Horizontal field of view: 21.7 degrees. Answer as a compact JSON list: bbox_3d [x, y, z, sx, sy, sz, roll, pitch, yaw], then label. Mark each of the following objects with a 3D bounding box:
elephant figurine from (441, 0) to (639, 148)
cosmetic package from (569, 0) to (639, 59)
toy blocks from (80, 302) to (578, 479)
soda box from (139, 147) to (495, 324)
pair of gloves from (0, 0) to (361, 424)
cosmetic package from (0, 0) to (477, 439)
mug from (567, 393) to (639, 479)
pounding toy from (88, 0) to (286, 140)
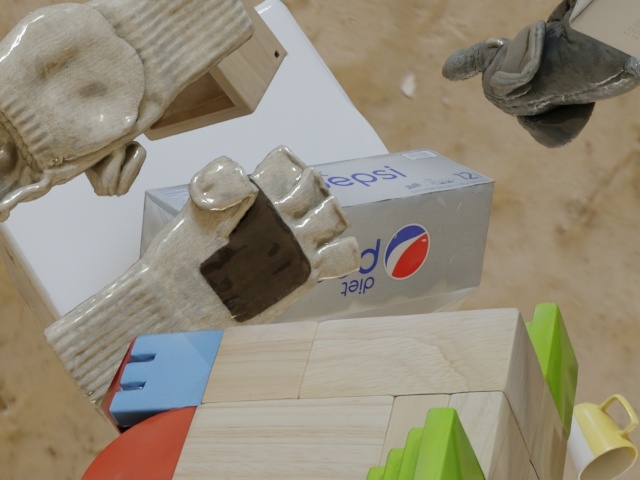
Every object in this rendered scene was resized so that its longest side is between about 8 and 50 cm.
[{"bbox_3d":[0.257,-0.191,1.897,0.239,0.186,0.169,-35,90,21],"label":"elephant figurine"},{"bbox_3d":[0.362,-0.122,0.964,0.377,0.284,0.097,24,82,-3],"label":"cosmetic package"},{"bbox_3d":[-0.047,0.174,0.711,0.260,0.381,0.191,-5,134,23],"label":"toy blocks"},{"bbox_3d":[0.000,0.000,1.305,0.286,0.091,0.098,-11,118,-36],"label":"soda box"},{"bbox_3d":[-0.098,-0.036,0.985,0.204,0.042,0.240,-31,108,-19],"label":"pair of gloves"},{"bbox_3d":[-0.099,0.037,1.613,0.327,0.394,0.329,-32,80,-13],"label":"cosmetic package"},{"bbox_3d":[0.262,0.183,1.562,0.078,0.064,0.062,-31,143,6],"label":"mug"},{"bbox_3d":[-0.119,-0.161,1.261,0.130,0.141,0.100,52,46,-29],"label":"pounding toy"}]
